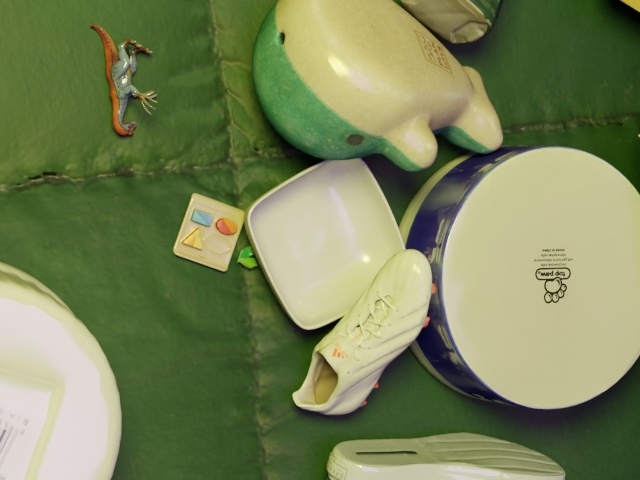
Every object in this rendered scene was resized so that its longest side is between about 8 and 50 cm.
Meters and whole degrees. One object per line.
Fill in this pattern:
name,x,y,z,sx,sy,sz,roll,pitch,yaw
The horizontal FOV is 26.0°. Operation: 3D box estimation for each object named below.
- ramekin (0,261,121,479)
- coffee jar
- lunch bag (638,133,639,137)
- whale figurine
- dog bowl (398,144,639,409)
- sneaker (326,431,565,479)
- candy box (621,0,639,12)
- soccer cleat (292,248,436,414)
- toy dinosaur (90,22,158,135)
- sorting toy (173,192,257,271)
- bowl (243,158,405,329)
ramekin,-0.299,0.151,1.154,0.277,0.135,0.277,-1,92,-25
coffee jar,0.151,-0.288,1.351,0.096,0.079,0.184,36,62,-19
lunch bag,0.460,-0.007,1.385,0.256,0.212,0.305,-11,93,-24
whale figurine,0.051,-0.140,1.311,0.272,0.141,0.216,15,45,-43
dog bowl,0.209,0.035,1.395,0.265,0.104,0.264,-1,92,-24
sneaker,0.120,0.249,1.382,0.258,0.094,0.091,5,108,-20
candy box,0.471,-0.335,1.398,0.268,0.122,0.317,24,126,-24
soccer cleat,0.041,0.092,1.298,0.076,0.068,0.196,0,129,-41
toy dinosaur,-0.180,-0.141,1.261,0.090,0.047,0.082,25,90,10
sorting toy,-0.092,-0.003,1.308,0.083,0.012,0.062,20,83,-23
bowl,0.000,0.000,1.328,0.142,0.053,0.142,-30,103,-20
